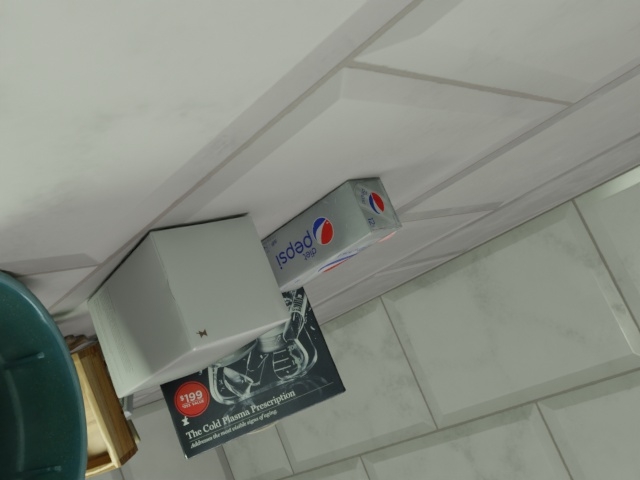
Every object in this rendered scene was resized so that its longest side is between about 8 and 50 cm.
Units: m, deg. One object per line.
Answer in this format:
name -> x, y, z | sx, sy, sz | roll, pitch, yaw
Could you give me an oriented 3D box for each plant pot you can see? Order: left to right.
plant pot -> -0.509, 0.236, 0.756 | 0.334, 0.341, 0.341 | -15, 169, 4

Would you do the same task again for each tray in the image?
tray -> -0.544, 0.344, 1.140 | 0.411, 0.202, 0.076 | -21, -178, 10

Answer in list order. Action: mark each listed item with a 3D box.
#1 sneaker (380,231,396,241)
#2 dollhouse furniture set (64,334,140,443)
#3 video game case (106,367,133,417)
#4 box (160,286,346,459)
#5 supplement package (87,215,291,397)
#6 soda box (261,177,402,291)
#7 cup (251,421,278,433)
sneaker -> 0.102, -0.014, 1.391 | 0.134, 0.051, 0.070 | -27, 174, 39
dollhouse furniture set -> -0.481, 0.323, 1.292 | 0.135, 0.259, 0.262 | -35, 164, 8
video game case -> -0.503, 0.334, 1.485 | 0.193, 0.212, 0.023 | -26, 134, 13
box -> -0.169, 0.243, 1.386 | 0.343, 0.312, 0.179 | -21, 168, -10
supplement package -> -0.215, 0.108, 1.023 | 0.175, 0.177, 0.293 | -12, 165, -41
soda box -> 0.000, 0.000, 1.147 | 0.091, 0.098, 0.286 | -10, 162, -48
cup -> -0.235, 0.338, 1.817 | 0.331, 0.331, 0.237 | -17, -168, -27
